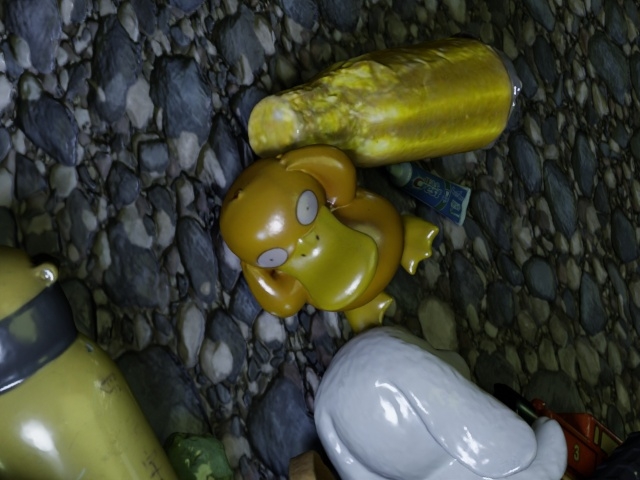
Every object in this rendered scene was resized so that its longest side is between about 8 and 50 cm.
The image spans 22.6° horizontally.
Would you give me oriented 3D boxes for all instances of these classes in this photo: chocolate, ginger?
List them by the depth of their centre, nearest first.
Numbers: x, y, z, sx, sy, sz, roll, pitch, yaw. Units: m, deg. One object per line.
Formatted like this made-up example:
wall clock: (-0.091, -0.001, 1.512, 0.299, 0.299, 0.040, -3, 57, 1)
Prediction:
ginger: (-0.081, 0.316, 1.662, 0.290, 0.089, 0.137, 46, 64, -30)
chocolate: (0.077, -0.169, 1.974, 0.445, 0.162, 0.162, -14, 90, -53)

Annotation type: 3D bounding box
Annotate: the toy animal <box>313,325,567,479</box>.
toy animal: (0.115, 0.219, 1.830, 0.265, 0.271, 0.206, 55, 39, -7)

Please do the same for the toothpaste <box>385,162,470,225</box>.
toothpaste: (0.145, -0.070, 2.143, 0.197, 0.035, 0.057, 24, 76, -50)

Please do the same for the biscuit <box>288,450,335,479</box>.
biscuit: (0.040, 0.374, 1.792, 0.183, 0.047, 0.320, -102, 165, -46)

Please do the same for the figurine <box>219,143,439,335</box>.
figurine: (0.001, -0.001, 1.820, 0.228, 0.215, 0.215, 9, 71, -68)

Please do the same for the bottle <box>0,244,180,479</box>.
bottle: (-0.243, 0.169, 1.417, 0.171, 0.171, 0.351, -43, 111, -51)

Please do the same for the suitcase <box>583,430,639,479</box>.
suitcase: (0.420, 0.407, 2.060, 0.206, 0.066, 0.285, -28, 107, -53)

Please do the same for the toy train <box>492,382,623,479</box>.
toy train: (0.289, 0.323, 2.093, 0.369, 0.163, 0.232, 38, 51, -43)
